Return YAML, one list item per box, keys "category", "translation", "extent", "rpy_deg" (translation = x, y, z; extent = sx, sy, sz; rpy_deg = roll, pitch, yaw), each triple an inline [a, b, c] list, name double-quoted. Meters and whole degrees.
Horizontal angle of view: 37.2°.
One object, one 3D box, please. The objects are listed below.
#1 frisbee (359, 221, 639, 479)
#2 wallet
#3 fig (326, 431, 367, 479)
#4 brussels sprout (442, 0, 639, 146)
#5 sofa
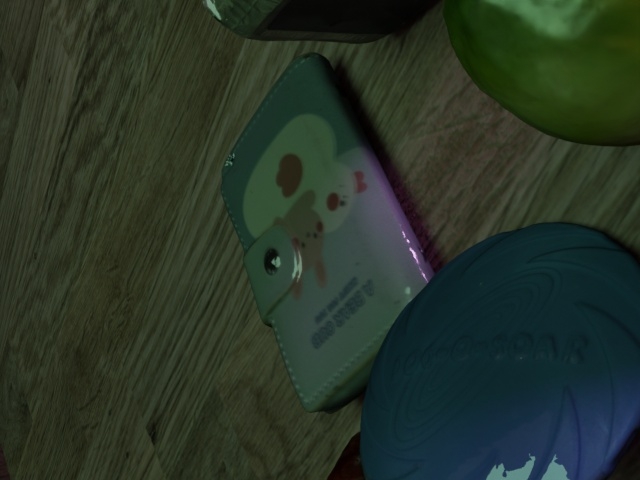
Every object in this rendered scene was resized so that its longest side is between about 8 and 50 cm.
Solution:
- category: "frisbee"
  translation: [0.133, 0.100, 0.763]
  extent: [0.289, 0.049, 0.289]
  rpy_deg: [-33, 36, 28]
- category: "wallet"
  translation: [0.000, 0.000, 1.064]
  extent: [0.252, 0.083, 0.360]
  rpy_deg: [-49, 52, 39]
- category: "fig"
  translation: [0.099, 0.299, 0.886]
  extent: [0.145, 0.170, 0.274]
  rpy_deg: [-4, 116, 29]
- category: "brussels sprout"
  translation: [0.197, -0.197, 0.623]
  extent: [0.294, 0.227, 0.259]
  rpy_deg: [28, 132, 15]
- category: "sofa"
  translation: [0.015, -0.308, 0.895]
  extent: [0.210, 0.225, 0.176]
  rpy_deg: [-36, 66, 54]
